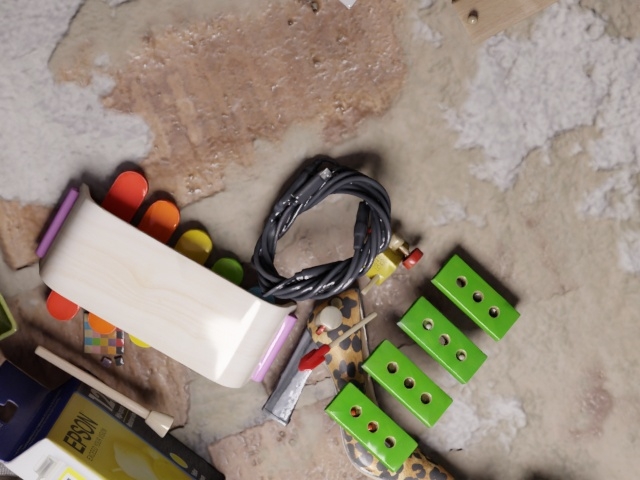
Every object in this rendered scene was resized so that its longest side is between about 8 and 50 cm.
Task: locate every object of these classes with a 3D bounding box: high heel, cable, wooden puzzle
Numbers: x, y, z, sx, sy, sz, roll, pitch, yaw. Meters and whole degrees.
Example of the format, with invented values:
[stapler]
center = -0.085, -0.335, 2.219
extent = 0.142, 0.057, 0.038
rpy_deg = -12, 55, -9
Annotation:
[high heel]
center = 0.083, 0.183, 1.918
extent = 0.261, 0.093, 0.186
rpy_deg = 29, 96, -4
[cable]
center = 0.000, 0.000, 1.864
extent = 0.150, 0.047, 0.184
rpy_deg = 37, 85, 30
[wooden puzzle]
center = -0.263, 0.114, 1.961
extent = 0.049, 0.006, 0.083
rpy_deg = 3, 102, 3

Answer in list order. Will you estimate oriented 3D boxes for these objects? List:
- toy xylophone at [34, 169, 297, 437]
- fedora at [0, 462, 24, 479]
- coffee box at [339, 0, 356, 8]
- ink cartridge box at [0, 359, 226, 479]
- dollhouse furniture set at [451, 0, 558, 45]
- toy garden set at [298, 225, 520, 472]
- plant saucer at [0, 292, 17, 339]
[toy xylophone]
center = -0.203, 0.081, 1.909
extent = 0.322, 0.081, 0.236
rpy_deg = 38, 100, -5
[fedora]
center = -0.343, 0.332, 1.945
extent = 0.243, 0.124, 0.276
rpy_deg = 3, 120, 6
[coffee box]
center = -0.024, -0.388, 1.789
extent = 0.246, 0.098, 0.141
rpy_deg = 36, 102, -5
[ink cartridge box]
center = -0.249, 0.243, 1.837
extent = 0.307, 0.303, 0.072
rpy_deg = 40, 98, -6
[dollhouse furniture set]
center = 0.191, -0.301, 1.770
extent = 0.123, 0.151, 0.144
rpy_deg = -28, 98, 9
[toy garden set]
center = 0.081, 0.112, 1.876
extent = 0.204, 0.049, 0.244
rpy_deg = 43, 72, -4
[plant saucer]
center = -0.478, 0.062, 1.934
extent = 0.188, 0.045, 0.188
rpy_deg = -26, 92, 8
